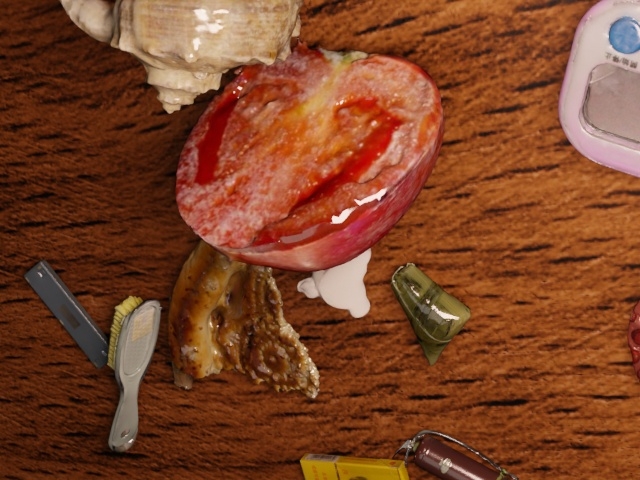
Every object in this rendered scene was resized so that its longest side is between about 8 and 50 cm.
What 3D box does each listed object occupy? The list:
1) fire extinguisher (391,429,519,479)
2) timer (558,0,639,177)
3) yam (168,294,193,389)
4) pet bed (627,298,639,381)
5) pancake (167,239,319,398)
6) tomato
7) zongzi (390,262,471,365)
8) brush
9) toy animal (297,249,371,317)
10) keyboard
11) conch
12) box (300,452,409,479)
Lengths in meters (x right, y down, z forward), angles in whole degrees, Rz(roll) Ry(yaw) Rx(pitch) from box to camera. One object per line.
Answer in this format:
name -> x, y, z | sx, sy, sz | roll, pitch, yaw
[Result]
fire extinguisher -> 0.173, 0.290, 1.730 | 0.158, 0.043, 0.064 | 27, 96, 15
timer -> 0.350, -0.152, 1.365 | 0.209, 0.069, 0.190 | 21, 124, 18
yam -> -0.193, 0.140, 1.872 | 0.032, 0.032, 0.145 | 13, 120, 24
pet bed -> 0.430, 0.115, 1.477 | 0.201, 0.053, 0.201 | 18, 124, 28
pancake -> -0.091, 0.116, 1.780 | 0.244, 0.057, 0.266 | 40, 128, 5
tomato -> 0.004, -0.067, 1.511 | 0.309, 0.309, 0.170 | 4, 151, 29
zongzi -> 0.119, 0.092, 1.655 | 0.104, 0.052, 0.113 | 43, 142, 13
brush -> -0.282, 0.184, 1.933 | 0.060, 0.068, 0.296 | 38, 132, 28
toy animal -> 0.000, 0.000, 1.636 | 0.127, 0.181, 0.131 | -11, 120, -10
keyboard -> -0.360, 0.108, 1.962 | 0.055, 0.014, 0.176 | -35, 95, 39
conch -> -0.144, -0.314, 1.494 | 0.297, 0.352, 0.210 | 13, 165, 19
box -> 0.051, 0.333, 1.839 | 0.155, 0.023, 0.086 | -1, 112, 31
